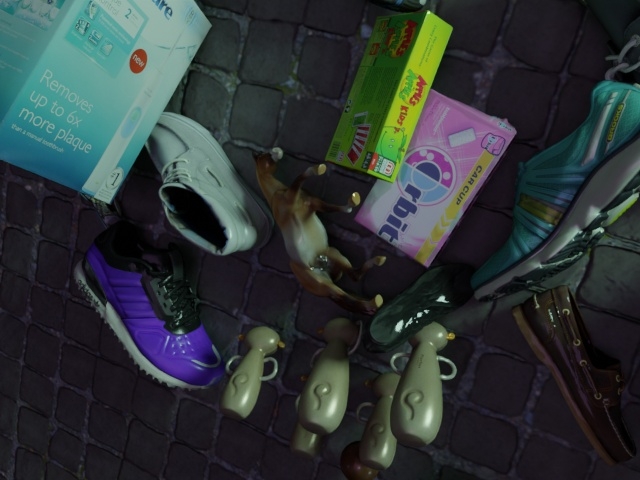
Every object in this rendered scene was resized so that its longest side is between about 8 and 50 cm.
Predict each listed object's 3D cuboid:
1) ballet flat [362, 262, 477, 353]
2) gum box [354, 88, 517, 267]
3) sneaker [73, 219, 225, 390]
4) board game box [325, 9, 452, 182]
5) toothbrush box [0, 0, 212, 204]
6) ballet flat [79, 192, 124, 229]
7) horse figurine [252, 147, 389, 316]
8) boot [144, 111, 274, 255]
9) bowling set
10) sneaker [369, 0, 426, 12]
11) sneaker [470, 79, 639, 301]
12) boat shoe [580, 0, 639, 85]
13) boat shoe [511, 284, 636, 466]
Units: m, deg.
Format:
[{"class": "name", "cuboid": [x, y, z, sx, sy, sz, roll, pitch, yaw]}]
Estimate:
[{"class": "ballet flat", "cuboid": [0.118, 0.076, 0.622, 0.173, 0.049, 0.057, -28, 74, -20]}, {"class": "gum box", "cuboid": [0.137, -0.077, 0.621, 0.107, 0.062, 0.188, 34, 109, 14]}, {"class": "sneaker", "cuboid": [-0.237, 0.084, 0.771, 0.293, 0.102, 0.146, 42, 109, 11]}, {"class": "board game box", "cuboid": [0.075, -0.165, 0.604, 0.092, 0.043, 0.181, 28, 100, 55]}, {"class": "toothbrush box", "cuboid": [-0.292, -0.220, 0.643, 0.126, 0.216, 0.295, 26, 85, 15]}, {"class": "ballet flat", "cuboid": [-0.350, -0.065, 0.833, 0.041, 0.041, 0.114, -43, 82, 21]}, {"class": "horse figurine", "cuboid": [0.000, 0.000, 0.662, 0.174, 0.066, 0.263, -3, 118, 54]}, {"class": "boot", "cuboid": [-0.178, -0.084, 0.711, 0.258, 0.123, 0.095, 43, 110, 10]}, {"class": "bowling set", "cuboid": [0.029, 0.206, 0.684, 0.287, 0.154, 0.199, 3, 136, 18]}, {"class": "sneaker", "cuboid": [0.039, -0.339, 0.612, 0.211, 0.080, 0.081, 36, 112, 12]}, {"class": "sneaker", "cuboid": [0.255, -0.041, 0.565, 0.110, 0.107, 0.275, 51, 122, 30]}, {"class": "boat shoe", "cuboid": [0.335, -0.182, 0.502, 0.319, 0.116, 0.099, 41, 106, 6]}, {"class": "boat shoe", "cuboid": [0.300, 0.150, 0.586, 0.073, 0.073, 0.207, -32, 86, 24]}]
